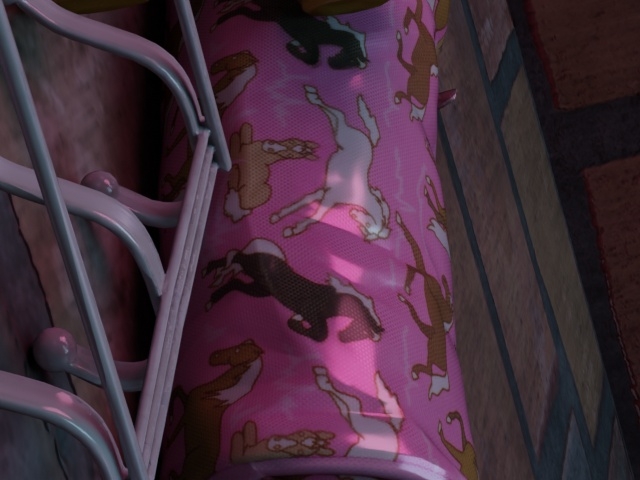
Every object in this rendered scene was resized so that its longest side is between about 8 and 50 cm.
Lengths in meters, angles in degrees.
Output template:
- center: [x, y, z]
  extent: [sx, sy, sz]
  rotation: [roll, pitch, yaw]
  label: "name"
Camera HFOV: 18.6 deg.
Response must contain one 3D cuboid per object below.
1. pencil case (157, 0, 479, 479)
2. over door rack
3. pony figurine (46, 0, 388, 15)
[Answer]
- center: [0.000, 0.000, 0.959]
  extent: [0.160, 0.167, 0.386]
  rotation: [113, -18, -49]
  label: "pencil case"
- center: [-0.095, -0.071, 0.689]
  extent: [0.239, 0.108, 0.324]
  rotation: [-84, 177, -51]
  label: "over door rack"
- center: [0.003, -0.295, 0.899]
  extent: [0.303, 0.351, 0.363]
  rotation: [126, -45, -82]
  label: "pony figurine"
